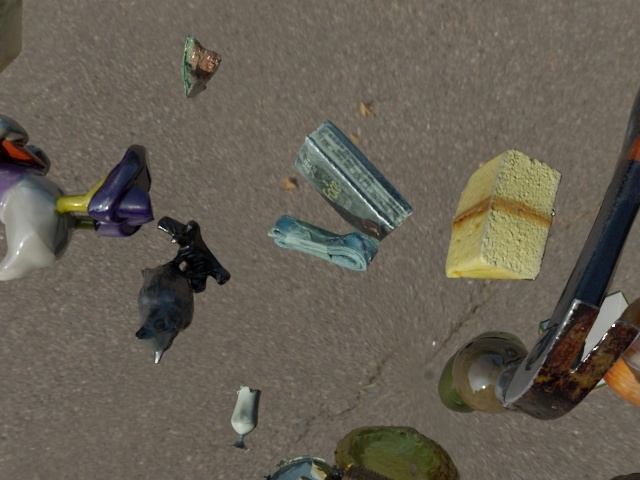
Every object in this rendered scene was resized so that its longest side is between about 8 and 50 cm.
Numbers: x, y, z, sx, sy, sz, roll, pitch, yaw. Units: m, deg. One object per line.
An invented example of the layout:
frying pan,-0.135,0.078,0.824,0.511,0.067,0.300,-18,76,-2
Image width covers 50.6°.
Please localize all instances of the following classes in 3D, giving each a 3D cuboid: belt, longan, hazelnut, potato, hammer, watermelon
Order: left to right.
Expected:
watermelon,-0.259,-0.338,1.405,0.080,0.155,0.101,12,76,-20
belt,0.000,0.000,1.667,0.302,0.087,0.072,16,61,32
potato,0.400,0.326,1.694,0.148,0.197,0.228,43,126,8
longan,0.220,0.166,0.843,0.106,0.119,0.106,11,65,-25
hammer,0.190,-0.025,0.422,0.037,0.137,0.289,26,80,8
hazelnut,0.452,0.153,0.891,0.150,0.150,0.150,-2,78,8

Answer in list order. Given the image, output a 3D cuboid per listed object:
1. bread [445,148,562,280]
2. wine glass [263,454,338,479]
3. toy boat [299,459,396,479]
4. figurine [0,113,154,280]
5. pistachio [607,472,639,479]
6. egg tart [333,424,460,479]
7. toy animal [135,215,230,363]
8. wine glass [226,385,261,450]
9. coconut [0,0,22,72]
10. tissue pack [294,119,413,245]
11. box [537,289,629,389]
bread,0.342,-0.033,1.308,0.135,0.178,0.240,22,71,-12
wine glass,-0.011,0.643,1.480,0.191,0.357,0.190,-9,38,7
toy boat,0.108,0.452,1.135,0.310,0.089,0.115,15,116,27
figurine,-0.412,-0.048,0.834,0.421,0.154,0.193,9,70,-4
pistachio,0.276,0.287,0.623,0.210,0.165,0.130,-25,32,-21
egg tart,0.169,0.533,1.524,0.294,0.294,0.123,11,107,11
toy animal,-0.224,0.071,0.932,0.117,0.121,0.210,-7,34,23
wine glass,-0.101,0.237,0.902,0.039,0.042,0.083,3,71,15
coconut,-0.704,-0.375,1.169,0.353,0.352,0.352,-2,78,8
tissue pack,0.079,-0.137,1.724,0.103,0.228,0.315,-42,86,-17
box,0.620,0.241,1.528,0.195,0.148,0.177,-24,68,6
